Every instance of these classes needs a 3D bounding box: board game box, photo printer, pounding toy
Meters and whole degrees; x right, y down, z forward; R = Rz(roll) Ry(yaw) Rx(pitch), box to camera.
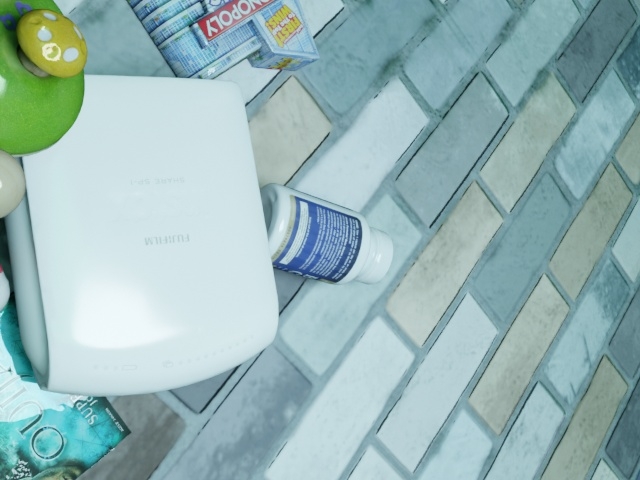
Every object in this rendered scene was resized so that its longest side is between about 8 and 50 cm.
[{"bbox_3d":[-0.287,0.156,0.694,0.126,0.026,0.186,-40,107,-29],"label":"board game box"},{"bbox_3d":[-0.176,-0.006,0.714,0.256,0.107,0.308,-6,83,-34],"label":"photo printer"},{"bbox_3d":[-0.240,-0.150,0.529,0.183,0.110,0.237,43,36,-30],"label":"pounding toy"},{"bbox_3d":[-0.098,-0.264,0.829,0.194,0.060,0.194,-42,108,-28],"label":"board game box"}]

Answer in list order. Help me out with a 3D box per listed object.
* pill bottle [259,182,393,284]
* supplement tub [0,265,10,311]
[{"bbox_3d":[0.000,0.000,0.851,0.169,0.094,0.094,18,77,-30],"label":"pill bottle"},{"bbox_3d":[-0.379,-0.036,0.551,0.191,0.191,0.272,-25,100,-32],"label":"supplement tub"}]
